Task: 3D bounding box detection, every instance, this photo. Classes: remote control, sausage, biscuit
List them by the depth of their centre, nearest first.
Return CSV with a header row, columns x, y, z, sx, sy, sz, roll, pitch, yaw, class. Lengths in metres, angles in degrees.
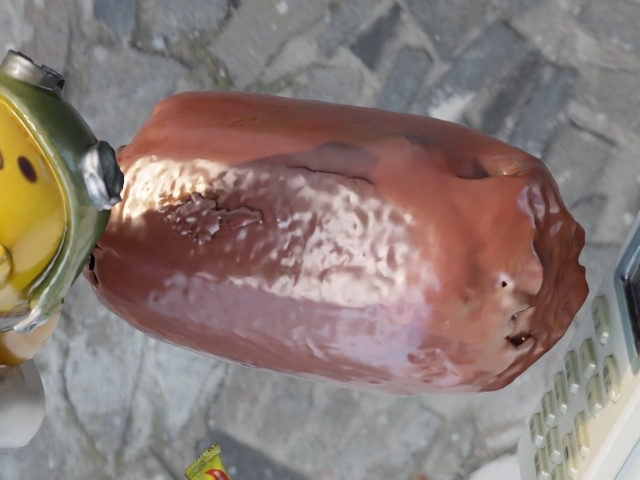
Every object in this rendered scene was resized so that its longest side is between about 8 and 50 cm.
x,y,z,sx,sy,sz,roll,pitch,yaw,class
0.000,0.000,0.800,0.280,0.152,0.152,10,121,18,sausage
0.173,0.070,0.824,0.055,0.103,0.277,11,131,-9,remote control
-0.065,0.341,1.619,0.048,0.026,0.292,-43,118,-33,biscuit

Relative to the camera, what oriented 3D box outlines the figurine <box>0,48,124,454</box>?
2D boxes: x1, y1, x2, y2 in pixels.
x,y,z,sx,sy,sz,roll,pitch,yaw,class
-0.148,-0.004,0.691,0.141,0.166,0.250,-36,163,0,figurine
